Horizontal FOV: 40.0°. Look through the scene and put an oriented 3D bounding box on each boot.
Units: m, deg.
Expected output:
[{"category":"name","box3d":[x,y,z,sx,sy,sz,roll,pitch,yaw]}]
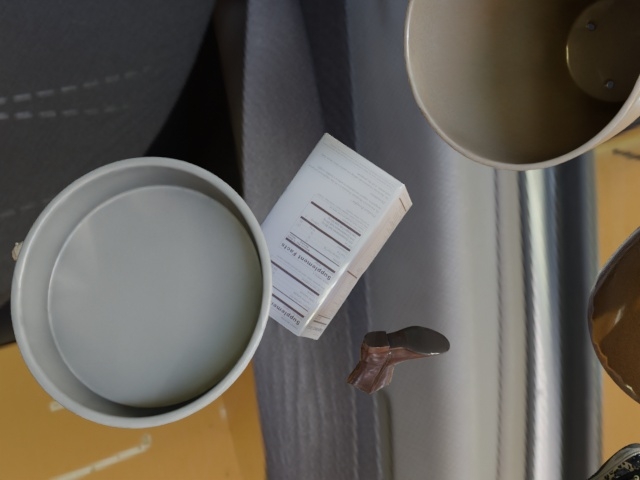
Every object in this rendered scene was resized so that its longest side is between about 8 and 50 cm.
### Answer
[{"category":"boot","box3d":[0.558,0.511,1.613,0.085,0.179,0.236,14,121,-32]},{"category":"boot","box3d":[0.090,0.147,1.045,0.106,0.037,0.114,5,141,-5]}]

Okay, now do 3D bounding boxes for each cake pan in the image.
[{"category":"cake pan","box3d":[-0.191,0.056,0.962,0.293,0.293,0.054,-13,166,6]}]

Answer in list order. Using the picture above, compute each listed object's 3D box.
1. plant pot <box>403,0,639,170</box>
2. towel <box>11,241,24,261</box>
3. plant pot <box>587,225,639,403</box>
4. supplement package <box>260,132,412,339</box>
[{"category":"plant pot","box3d":[0.269,-0.211,0.929,0.256,0.257,0.274,-14,178,39]},{"category":"towel","box3d":[-0.362,0.071,1.408,0.049,0.187,0.282,-50,171,7]},{"category":"plant pot","box3d":[0.406,0.041,0.890,0.237,0.237,0.254,-13,154,4]},{"category":"supplement package","box3d":[0.000,0.000,1.217,0.244,0.133,0.139,-55,166,-2]}]
